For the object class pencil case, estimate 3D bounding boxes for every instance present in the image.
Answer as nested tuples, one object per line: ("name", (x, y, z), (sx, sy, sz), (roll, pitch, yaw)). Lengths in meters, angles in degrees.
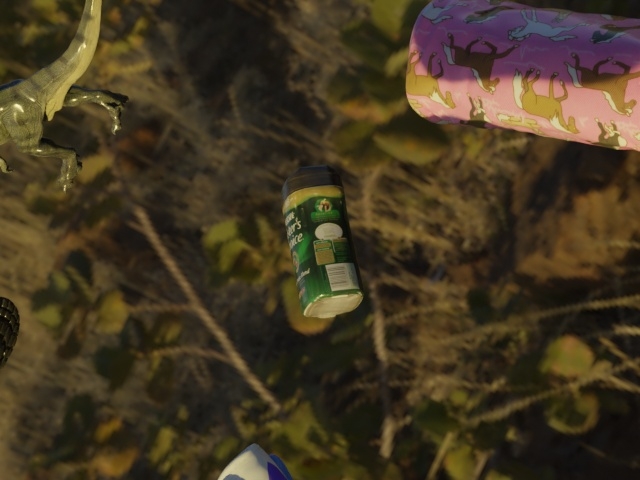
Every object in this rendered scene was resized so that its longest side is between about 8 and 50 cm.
("pencil case", (0.274, -0.182, 1.526), (0.386, 0.167, 0.160), (12, 90, 38))

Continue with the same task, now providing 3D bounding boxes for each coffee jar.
("coffee jar", (0.000, 0.000, 1.823), (0.096, 0.079, 0.184), (117, 145, -66))

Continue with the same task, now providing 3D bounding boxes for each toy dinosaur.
("toy dinosaur", (-0.241, -0.112, 1.249), (0.268, 0.118, 0.064), (-33, 44, 31))

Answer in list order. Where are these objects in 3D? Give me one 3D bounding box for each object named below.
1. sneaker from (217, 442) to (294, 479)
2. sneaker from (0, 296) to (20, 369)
("sneaker", (0.016, 0.249, 0.982), (0.323, 0.236, 0.130), (-17, 6, 29))
("sneaker", (-0.491, 0.098, 1.820), (0.107, 0.124, 0.283), (-70, -19, -6))
